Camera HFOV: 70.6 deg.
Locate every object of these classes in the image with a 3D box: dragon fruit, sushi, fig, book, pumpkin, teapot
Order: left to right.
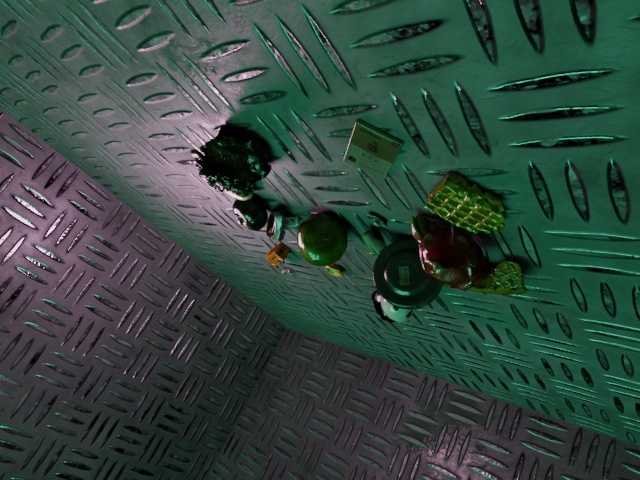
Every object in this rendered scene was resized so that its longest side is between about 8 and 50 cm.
[{"bbox_3d":[-0.302,-0.246,1.531,0.238,0.219,0.225,9,148,41],"label":"sushi"},{"bbox_3d":[-0.303,-0.118,1.954,0.167,0.125,0.167,20,141,17],"label":"pumpkin"},{"bbox_3d":[0.000,0.000,1.803,0.206,0.206,0.275,30,173,-4],"label":"fig"},{"bbox_3d":[0.140,-0.245,1.253,0.138,0.016,0.199,27,159,3],"label":"book"},{"bbox_3d":[0.287,0.129,1.640,0.321,0.240,0.239,15,167,21],"label":"teapot"},{"bbox_3d":[0.396,0.025,1.369,0.200,0.269,0.198,-6,148,-17],"label":"dragon fruit"}]

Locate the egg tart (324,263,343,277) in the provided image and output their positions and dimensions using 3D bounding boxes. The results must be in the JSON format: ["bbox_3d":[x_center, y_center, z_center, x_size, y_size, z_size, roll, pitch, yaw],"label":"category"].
[{"bbox_3d":[0.071,0.144,2.203,0.105,0.039,0.105,25,159,10],"label":"egg tart"}]

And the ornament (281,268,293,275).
[{"bbox_3d":[-0.193,0.183,2.627,0.092,0.041,0.068,0,170,31],"label":"ornament"}]

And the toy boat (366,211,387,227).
[{"bbox_3d":[0.196,-0.068,1.565,0.083,0.038,0.038,28,159,3],"label":"toy boat"}]

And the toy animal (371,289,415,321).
[{"bbox_3d":[0.326,0.252,1.921,0.165,0.187,0.235,21,162,-6],"label":"toy animal"}]

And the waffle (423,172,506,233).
[{"bbox_3d":[0.405,-0.088,1.224,0.211,0.055,0.160,28,160,3],"label":"waffle"}]

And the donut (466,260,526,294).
[{"bbox_3d":[0.534,0.127,1.459,0.259,0.101,0.152,-1,164,33],"label":"donut"}]

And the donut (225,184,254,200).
[{"bbox_3d":[-0.342,-0.219,1.855,0.166,0.065,0.108,24,159,11],"label":"donut"}]

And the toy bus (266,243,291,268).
[{"bbox_3d":[-0.225,0.079,2.370,0.088,0.083,0.194,36,156,-10],"label":"toy bus"}]

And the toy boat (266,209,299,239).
[{"bbox_3d":[-0.162,-0.063,1.946,0.115,0.114,0.262,1,164,-17],"label":"toy boat"}]
